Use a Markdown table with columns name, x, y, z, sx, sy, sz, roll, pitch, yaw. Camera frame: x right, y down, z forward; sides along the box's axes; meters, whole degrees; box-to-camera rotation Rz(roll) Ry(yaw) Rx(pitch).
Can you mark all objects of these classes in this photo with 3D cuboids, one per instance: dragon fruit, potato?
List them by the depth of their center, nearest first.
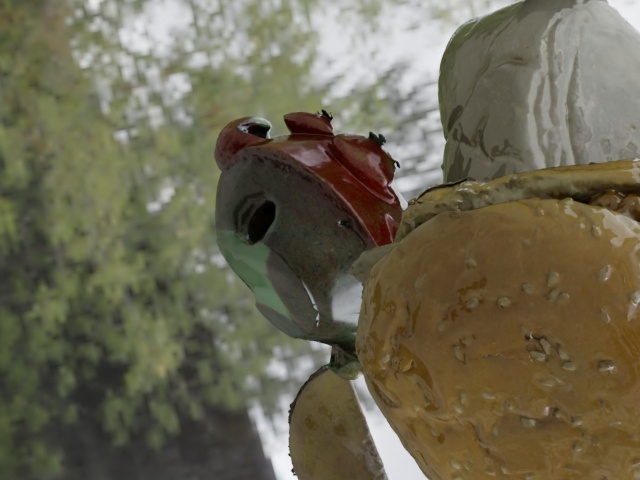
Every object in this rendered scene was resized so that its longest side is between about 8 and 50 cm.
| name | x | y | z | sx | sy | sz | roll | pitch | yaw |
| --- | --- | --- | --- | --- | --- | --- | --- | --- | --- |
| dragon fruit | 0.000 | 0.000 | 1.694 | 0.268 | 0.130 | 0.295 | 54 | -19 | -16 |
| potato | 0.030 | 0.289 | 2.195 | 0.100 | 0.120 | 0.261 | -115 | -178 | -62 |

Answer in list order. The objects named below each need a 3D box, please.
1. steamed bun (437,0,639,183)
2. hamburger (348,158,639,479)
| name | x | y | z | sx | sy | sz | roll | pitch | yaw |
| --- | --- | --- | --- | --- | --- | --- | --- | --- | --- |
| steamed bun | 0.251 | -0.024 | 1.566 | 0.383 | 0.236 | 0.247 | 37 | -14 | -18 |
| hamburger | 0.160 | 0.074 | 1.214 | 0.283 | 0.145 | 0.259 | -13 | -58 | 41 |
